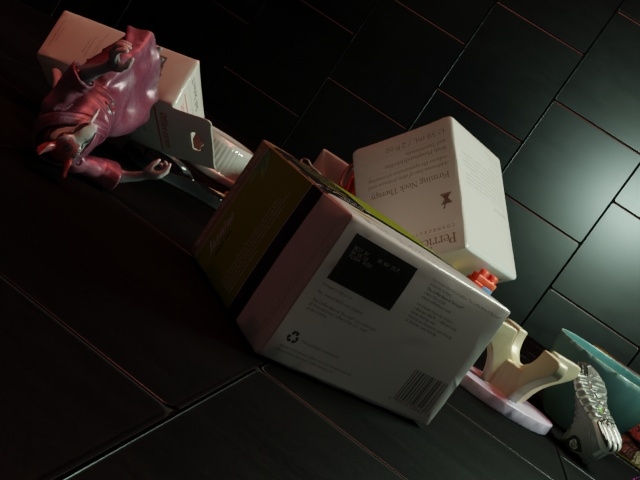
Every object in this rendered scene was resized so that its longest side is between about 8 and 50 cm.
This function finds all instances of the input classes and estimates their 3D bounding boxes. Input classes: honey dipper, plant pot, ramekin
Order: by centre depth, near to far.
[{"bbox_3d":[-0.255,-0.116,1.799,0.161,0.030,0.030,24,12,-37],"label":"honey dipper"},{"bbox_3d":[0.669,0.383,1.943,0.290,0.195,0.290,33,9,-6],"label":"plant pot"},{"bbox_3d":[-0.279,-0.235,2.147,0.207,0.109,0.207,34,7,-4],"label":"ramekin"}]

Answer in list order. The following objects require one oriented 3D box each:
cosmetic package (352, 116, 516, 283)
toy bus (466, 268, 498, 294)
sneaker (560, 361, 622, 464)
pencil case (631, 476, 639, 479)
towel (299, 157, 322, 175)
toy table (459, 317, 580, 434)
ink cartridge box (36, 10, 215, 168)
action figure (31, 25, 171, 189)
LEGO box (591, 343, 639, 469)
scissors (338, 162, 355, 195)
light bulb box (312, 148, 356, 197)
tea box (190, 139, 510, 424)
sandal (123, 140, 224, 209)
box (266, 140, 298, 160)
[{"bbox_3d":[0.321,-0.073,2.210,0.327,0.330,0.393,27,53,-50],"label":"cosmetic package"},{"bbox_3d":[0.353,0.150,2.036,0.220,0.211,0.149,31,9,-13],"label":"toy bus"},{"bbox_3d":[0.566,0.384,1.709,0.086,0.132,0.228,21,40,-19],"label":"sneaker"},{"bbox_3d":[0.699,0.535,1.612,0.152,0.064,0.070,31,24,-31],"label":"pencil case"},{"bbox_3d":[0.042,-0.024,1.874,0.316,0.053,0.332,65,-4,-24],"label":"towel"},{"bbox_3d":[0.418,0.280,1.666,0.274,0.160,0.252,29,8,-29],"label":"toy table"},{"bbox_3d":[-0.349,-0.288,1.530,0.354,0.119,0.207,22,-23,3],"label":"ink cartridge box"},{"bbox_3d":[-0.379,-0.215,1.238,0.276,0.248,0.370,3,31,9],"label":"action figure"},{"bbox_3d":[0.925,0.511,2.277,0.372,0.193,0.500,35,7,11],"label":"LEGO box"},{"bbox_3d":[0.071,-0.114,2.424,0.109,0.297,0.021,11,-22,39],"label":"scissors"},{"bbox_3d":[0.156,-0.084,2.629,0.361,0.225,0.358,29,8,-44],"label":"light bulb box"},{"bbox_3d":[0.033,0.057,1.159,0.329,0.220,0.323,30,9,-33],"label":"tea box"},{"bbox_3d":[-0.306,-0.149,1.665,0.255,0.054,0.097,30,9,-32],"label":"sandal"},{"bbox_3d":[-0.073,-0.152,2.358,0.300,0.154,0.142,37,7,28],"label":"box"}]
